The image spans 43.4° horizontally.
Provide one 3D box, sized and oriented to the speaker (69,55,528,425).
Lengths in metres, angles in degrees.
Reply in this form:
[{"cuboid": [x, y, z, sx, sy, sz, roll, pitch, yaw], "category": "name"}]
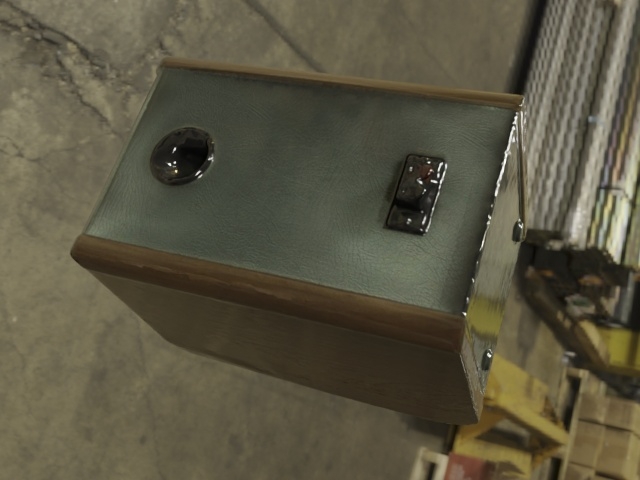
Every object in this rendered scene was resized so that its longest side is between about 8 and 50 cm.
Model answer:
[{"cuboid": [0.000, 0.000, 0.507, 0.192, 0.231, 0.153, 61, 44, -59], "category": "speaker"}]
